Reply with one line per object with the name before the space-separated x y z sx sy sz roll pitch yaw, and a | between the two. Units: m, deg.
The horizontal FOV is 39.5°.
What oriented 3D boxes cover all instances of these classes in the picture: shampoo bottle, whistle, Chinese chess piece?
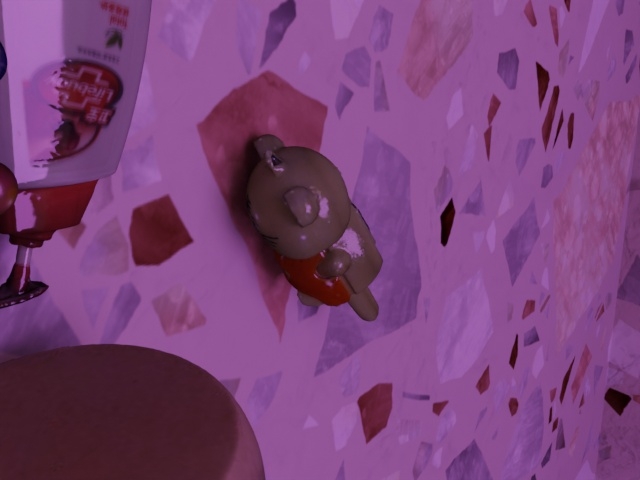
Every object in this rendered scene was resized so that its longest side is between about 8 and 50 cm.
shampoo bottle | -0.205 -0.085 0.644 0.153 0.071 0.284 4 95 -50
whistle | 0.000 0.000 0.956 0.106 0.131 0.288 -31 136 0
Chinese chess piece | -0.171 0.178 0.600 0.273 0.273 0.102 -37 132 -47

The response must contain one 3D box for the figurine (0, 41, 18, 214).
figurine | -0.244 -0.076 0.520 0.274 0.133 0.194 -54 130 -17
